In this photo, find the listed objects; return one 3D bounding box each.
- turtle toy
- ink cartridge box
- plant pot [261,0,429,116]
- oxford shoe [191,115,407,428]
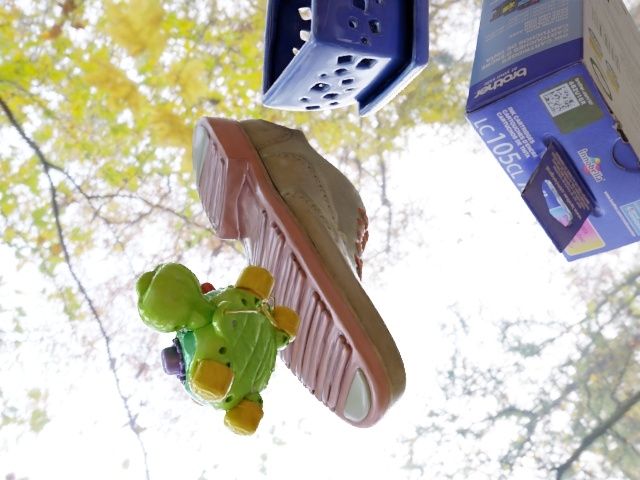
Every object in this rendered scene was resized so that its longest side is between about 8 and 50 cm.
[{"bbox_3d":[-0.069,0.061,0.517,0.130,0.066,0.095,61,-138,-46],"label":"turtle toy"},{"bbox_3d":[0.314,-0.166,0.991,0.270,0.151,0.395,48,-143,-28],"label":"ink cartridge box"},{"bbox_3d":[0.044,-0.340,1.283,0.212,0.236,0.235,9,-109,-20],"label":"plant pot"},{"bbox_3d":[0.000,0.000,0.785,0.147,0.140,0.397,-9,-131,-26],"label":"oxford shoe"}]
